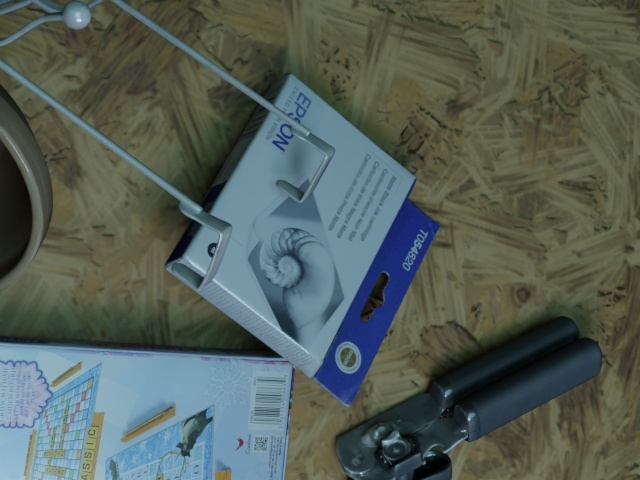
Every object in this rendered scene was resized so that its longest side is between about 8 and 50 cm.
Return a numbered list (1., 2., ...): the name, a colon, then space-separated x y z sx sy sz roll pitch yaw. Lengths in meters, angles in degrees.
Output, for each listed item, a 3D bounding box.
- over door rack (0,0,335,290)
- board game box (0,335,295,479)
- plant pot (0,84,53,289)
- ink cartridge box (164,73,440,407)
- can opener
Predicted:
1. over door rack: -0.134 -0.143 1.277 0.324 0.239 0.108 46 120 2
2. board game box: -0.193 0.248 1.400 0.318 0.066 0.319 6 91 -22
3. plant pot: -0.317 -0.075 1.285 0.237 0.237 0.110 42 39 -18
4. ink cartridge box: 0.000 0.000 1.440 0.224 0.045 0.223 38 60 -20
5. can opener: 0.144 0.174 1.539 0.283 0.076 0.095 -25 133 -19
